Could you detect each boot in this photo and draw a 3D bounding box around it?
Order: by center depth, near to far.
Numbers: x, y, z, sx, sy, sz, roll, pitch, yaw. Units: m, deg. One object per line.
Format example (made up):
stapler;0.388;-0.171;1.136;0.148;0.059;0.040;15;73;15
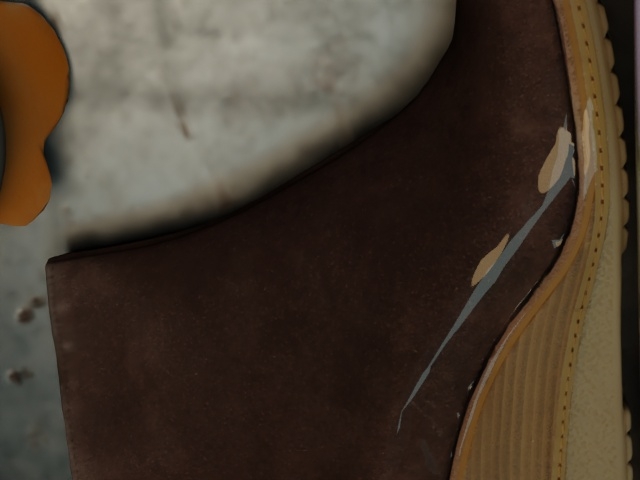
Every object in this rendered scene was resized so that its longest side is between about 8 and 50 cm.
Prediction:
boot;0.000;0.000;0.446;0.207;0.090;0.248;-4;100;7

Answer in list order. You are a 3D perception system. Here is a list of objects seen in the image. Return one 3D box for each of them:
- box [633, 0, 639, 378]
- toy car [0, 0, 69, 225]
box;0.141;0.031;0.430;0.067;0.063;0.324;1;126;15
toy car;-0.178;0.002;0.407;0.238;0.219;0.210;-26;112;-24
